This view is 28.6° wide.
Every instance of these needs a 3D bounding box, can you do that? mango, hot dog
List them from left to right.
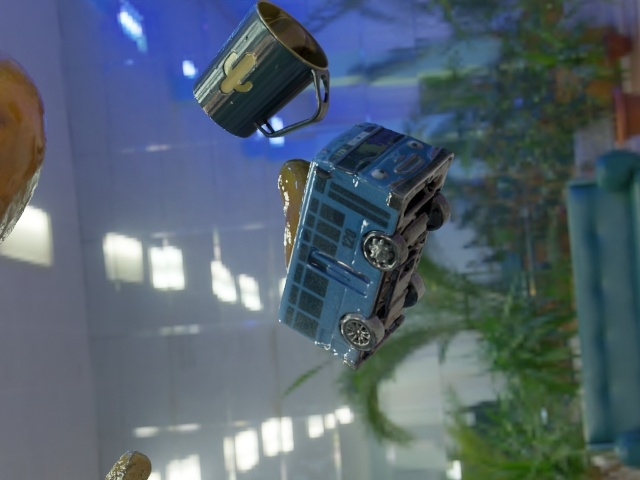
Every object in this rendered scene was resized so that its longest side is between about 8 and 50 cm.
[{"bbox_3d":[-0.316,-0.060,1.022,0.359,0.144,0.187,-14,62,60],"label":"mango"},{"bbox_3d":[-0.188,0.236,1.158,0.030,0.034,0.090,46,-129,-34],"label":"hot dog"},{"bbox_3d":[0.000,0.000,1.529,0.136,0.099,0.227,57,-166,-56],"label":"mango"}]

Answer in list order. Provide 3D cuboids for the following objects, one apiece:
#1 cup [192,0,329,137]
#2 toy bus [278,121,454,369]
[{"bbox_3d":[-0.074,-0.215,1.726,0.176,0.155,0.131,52,-157,11],"label":"cup"},{"bbox_3d":[0.041,0.000,1.276,0.116,0.134,0.234,-39,-29,-45],"label":"toy bus"}]
